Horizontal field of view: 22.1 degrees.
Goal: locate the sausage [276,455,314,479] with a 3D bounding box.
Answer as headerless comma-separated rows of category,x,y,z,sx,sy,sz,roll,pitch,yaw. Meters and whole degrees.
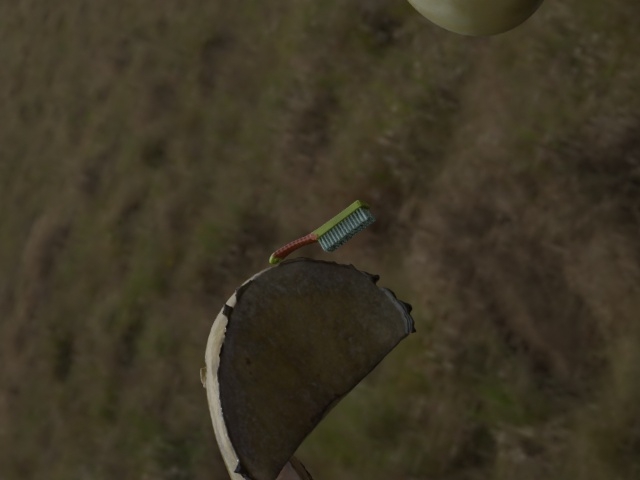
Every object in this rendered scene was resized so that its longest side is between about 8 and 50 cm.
sausage,-0.088,0.356,1.841,0.253,0.123,0.123,-47,12,-6

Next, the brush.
brush,0.000,0.000,1.158,0.083,0.021,0.019,-30,-15,18

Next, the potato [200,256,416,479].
potato,-0.042,0.109,1.385,0.243,0.138,0.098,-44,0,-40

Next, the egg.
egg,0.131,-0.275,1.443,0.164,0.164,0.201,-47,55,57
